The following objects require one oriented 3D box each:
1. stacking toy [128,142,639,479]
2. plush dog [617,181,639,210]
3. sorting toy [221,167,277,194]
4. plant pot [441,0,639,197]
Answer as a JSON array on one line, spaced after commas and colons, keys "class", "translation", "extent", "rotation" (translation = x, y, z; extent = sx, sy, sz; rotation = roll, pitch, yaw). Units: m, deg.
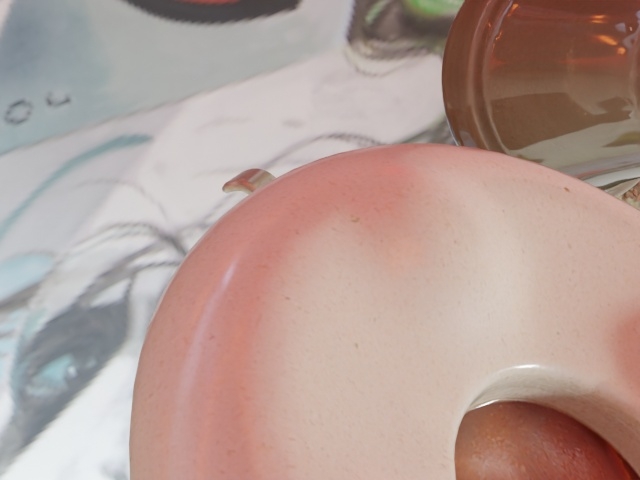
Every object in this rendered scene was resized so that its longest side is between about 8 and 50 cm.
[{"class": "stacking toy", "translation": [0.002, 0.217, 0.677], "extent": [0.350, 0.351, 0.480], "rotation": [54, -46, 15]}, {"class": "plush dog", "translation": [0.332, -0.095, 1.765], "extent": [0.225, 0.210, 0.262], "rotation": [34, -7, 14]}, {"class": "sorting toy", "translation": [0.000, 0.000, 1.404], "extent": [0.208, 0.038, 0.193], "rotation": [34, 6, -2]}, {"class": "plant pot", "translation": [0.283, -0.153, 1.359], "extent": [0.229, 0.263, 0.263], "rotation": [10, -56, 62]}]
